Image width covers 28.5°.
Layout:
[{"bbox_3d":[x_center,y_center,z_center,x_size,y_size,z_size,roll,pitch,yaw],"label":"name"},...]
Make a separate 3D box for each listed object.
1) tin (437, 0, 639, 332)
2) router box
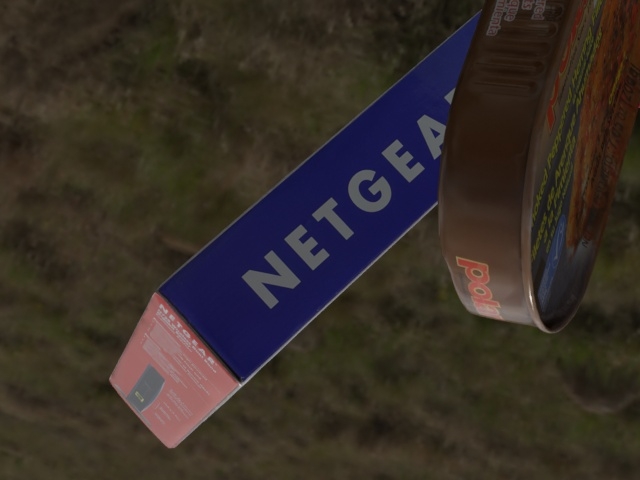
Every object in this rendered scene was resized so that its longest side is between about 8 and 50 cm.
[{"bbox_3d":[0.085,-0.060,0.441,0.040,0.190,0.106,11,153,21],"label":"tin"},{"bbox_3d":[0.000,0.000,0.960,0.082,0.335,0.301,47,159,2],"label":"router box"}]
